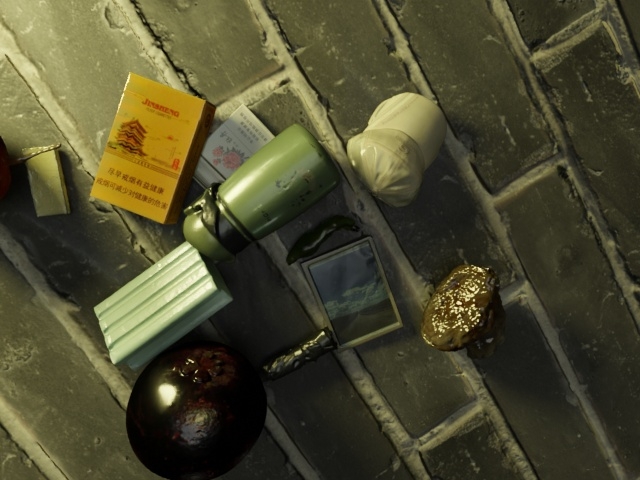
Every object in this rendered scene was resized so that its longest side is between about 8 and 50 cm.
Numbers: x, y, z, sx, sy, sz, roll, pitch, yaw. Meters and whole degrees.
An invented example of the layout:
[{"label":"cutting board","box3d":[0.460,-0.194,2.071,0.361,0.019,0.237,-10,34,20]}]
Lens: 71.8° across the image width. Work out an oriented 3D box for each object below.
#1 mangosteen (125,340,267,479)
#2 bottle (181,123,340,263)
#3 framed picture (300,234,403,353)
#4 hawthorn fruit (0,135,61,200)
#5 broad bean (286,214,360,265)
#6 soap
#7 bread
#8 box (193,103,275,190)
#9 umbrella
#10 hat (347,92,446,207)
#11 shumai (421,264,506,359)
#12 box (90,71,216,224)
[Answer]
[{"label":"mangosteen","box3d":[-0.274,0.371,0.962,0.297,0.297,0.313,35,130,-12]},{"label":"bottle","box3d":[-0.135,-0.090,0.954,0.347,0.168,0.168,-37,102,-3]},{"label":"framed picture","box3d":[0.082,0.135,1.099,0.189,0.023,0.260,-22,102,-1]},{"label":"hawthorn fruit","box3d":[-0.715,-0.138,0.836,0.263,0.231,0.235,35,118,-9]},{"label":"broad bean","box3d":[-0.001,-0.008,1.051,0.195,0.046,0.061,-26,99,-5]},{"label":"soap","box3d":[-0.344,0.139,0.968,0.265,0.087,0.160,-36,59,-2]},{"label":"bread","box3d":[-0.591,-0.127,0.957,0.068,0.028,0.153,-8,101,-7]},{"label":"box","box3d":[-0.206,-0.201,0.999,0.198,0.029,0.109,-44,102,0]},{"label":"umbrella","box3d":[-0.072,0.290,1.081,0.236,0.059,0.066,-27,88,1]},{"label":"hat","box3d":[0.194,-0.207,1.003,0.219,0.164,0.226,36,114,-13]},{"label":"shumai","box3d":[0.367,0.177,1.095,0.185,0.184,0.218,22,82,-45]},{"label":"box","box3d":[-0.353,-0.190,0.941,0.174,0.076,0.274,21,96,0]}]
